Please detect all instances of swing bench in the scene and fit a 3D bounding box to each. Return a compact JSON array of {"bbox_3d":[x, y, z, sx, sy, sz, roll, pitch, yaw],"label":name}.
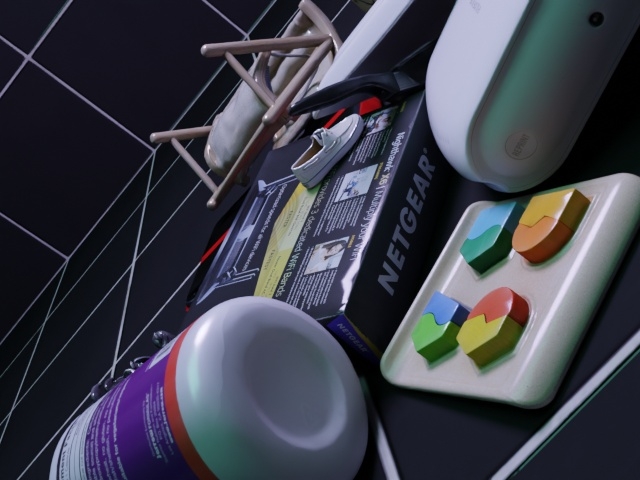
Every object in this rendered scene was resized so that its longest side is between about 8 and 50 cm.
[{"bbox_3d":[-0.098,-0.220,1.436,0.255,0.165,0.253,-36,-7,-40],"label":"swing bench"}]

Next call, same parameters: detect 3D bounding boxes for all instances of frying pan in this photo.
[{"bbox_3d":[0.117,-0.196,0.964,0.197,0.053,0.326,-32,1,31],"label":"frying pan"}]

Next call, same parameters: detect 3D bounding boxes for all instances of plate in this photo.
[{"bbox_3d":[0.127,-0.271,1.024,0.278,0.045,0.277,-31,-13,-49],"label":"plate"}]

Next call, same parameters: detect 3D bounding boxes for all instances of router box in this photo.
[{"bbox_3d":[0.000,0.000,0.940,0.243,0.081,0.308,-16,39,40],"label":"router box"}]

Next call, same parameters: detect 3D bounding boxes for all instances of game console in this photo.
[{"bbox_3d":[-0.048,-0.066,1.308,0.386,0.060,0.342,-45,15,21],"label":"game console"}]

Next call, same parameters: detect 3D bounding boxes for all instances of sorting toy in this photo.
[{"bbox_3d":[0.138,0.034,0.694,0.193,0.038,0.208,-58,20,-16],"label":"sorting toy"}]

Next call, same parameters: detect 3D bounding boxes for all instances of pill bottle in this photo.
[{"bbox_3d":[-0.120,0.194,0.793,0.323,0.182,0.181,-39,23,37],"label":"pill bottle"}]

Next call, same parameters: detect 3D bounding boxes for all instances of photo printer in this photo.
[{"bbox_3d":[0.191,-0.204,0.786,0.256,0.107,0.307,-91,23,-63],"label":"photo printer"}]

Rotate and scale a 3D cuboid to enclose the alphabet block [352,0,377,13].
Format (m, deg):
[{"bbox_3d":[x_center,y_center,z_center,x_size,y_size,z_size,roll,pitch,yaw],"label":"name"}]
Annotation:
[{"bbox_3d":[0.110,-0.484,1.442,0.193,0.197,0.192,-52,18,2],"label":"alphabet block"}]

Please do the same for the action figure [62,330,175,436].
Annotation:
[{"bbox_3d":[-0.198,0.203,1.038,0.164,0.141,0.275,-46,4,12],"label":"action figure"}]

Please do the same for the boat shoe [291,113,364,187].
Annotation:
[{"bbox_3d":[0.006,-0.103,0.947,0.100,0.035,0.035,-49,29,-10],"label":"boat shoe"}]
